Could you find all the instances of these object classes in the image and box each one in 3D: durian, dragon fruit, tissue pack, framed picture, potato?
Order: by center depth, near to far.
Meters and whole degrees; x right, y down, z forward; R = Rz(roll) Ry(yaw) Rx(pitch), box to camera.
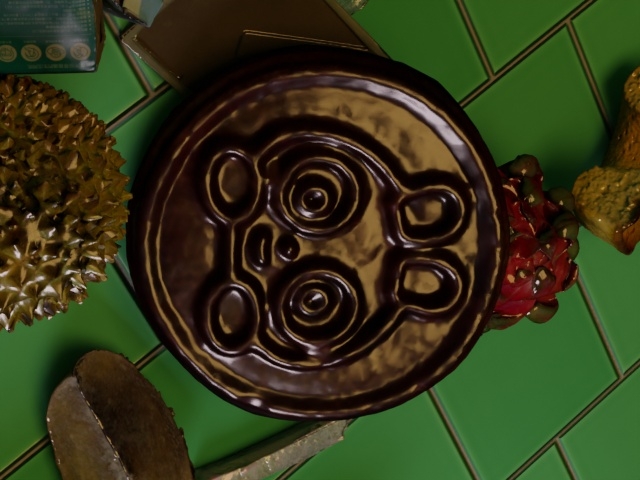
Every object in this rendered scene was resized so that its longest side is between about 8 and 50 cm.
[{"bbox_3d":[-0.280,-0.214,1.552,0.169,0.082,0.120,-1,126,-4],"label":"tissue pack"},{"bbox_3d":[-0.320,-0.032,1.600,0.292,0.258,0.258,-2,109,-6],"label":"durian"},{"bbox_3d":[-0.059,-0.194,1.812,0.189,0.023,0.260,-42,127,9],"label":"framed picture"},{"bbox_3d":[-0.220,0.228,1.866,0.261,0.100,0.120,64,29,-17],"label":"potato"},{"bbox_3d":[0.215,0.007,2.000,0.272,0.198,0.218,0,98,-35],"label":"dragon fruit"}]

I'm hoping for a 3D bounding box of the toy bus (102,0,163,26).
[{"bbox_3d":[-0.256,-0.325,1.620,0.297,0.106,0.131,39,81,-39],"label":"toy bus"}]

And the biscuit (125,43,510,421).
[{"bbox_3d":[0.000,0.000,1.806,0.407,0.091,0.408,-1,102,-5],"label":"biscuit"}]

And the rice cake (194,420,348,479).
[{"bbox_3d":[-0.060,0.246,1.992,0.210,0.043,0.034,-22,111,-26],"label":"rice cake"}]

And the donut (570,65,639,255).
[{"bbox_3d":[0.384,-0.082,2.115,0.259,0.101,0.152,-61,161,-27],"label":"donut"}]

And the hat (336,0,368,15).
[{"bbox_3d":[0.015,-0.309,1.823,0.138,0.078,0.191,-42,125,-11],"label":"hat"}]
